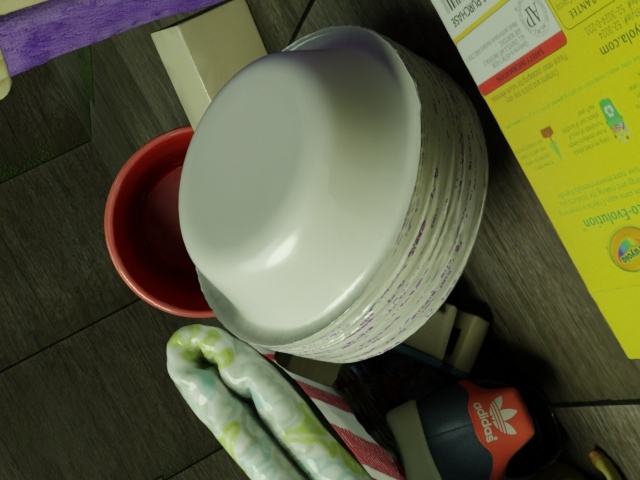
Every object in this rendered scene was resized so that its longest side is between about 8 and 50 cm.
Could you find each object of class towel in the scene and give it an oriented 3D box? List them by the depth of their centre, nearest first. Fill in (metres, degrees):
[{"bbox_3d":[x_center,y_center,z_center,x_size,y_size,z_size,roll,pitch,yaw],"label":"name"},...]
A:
[{"bbox_3d":[0.014,0.242,0.872,0.374,0.090,0.320,47,171,12],"label":"towel"},{"bbox_3d":[0.012,0.206,1.111,0.329,0.037,0.237,53,159,-22],"label":"towel"}]

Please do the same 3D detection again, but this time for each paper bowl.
[{"bbox_3d":[-0.012,-0.045,0.765,0.148,0.284,0.284,18,-164,-41],"label":"paper bowl"}]

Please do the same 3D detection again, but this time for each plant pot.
[{"bbox_3d":[-0.176,-0.031,1.346,0.275,0.275,0.243,63,172,-6],"label":"plant pot"}]

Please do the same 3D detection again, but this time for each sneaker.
[{"bbox_3d":[0.182,0.219,0.956,0.350,0.148,0.131,41,-151,-70],"label":"sneaker"}]

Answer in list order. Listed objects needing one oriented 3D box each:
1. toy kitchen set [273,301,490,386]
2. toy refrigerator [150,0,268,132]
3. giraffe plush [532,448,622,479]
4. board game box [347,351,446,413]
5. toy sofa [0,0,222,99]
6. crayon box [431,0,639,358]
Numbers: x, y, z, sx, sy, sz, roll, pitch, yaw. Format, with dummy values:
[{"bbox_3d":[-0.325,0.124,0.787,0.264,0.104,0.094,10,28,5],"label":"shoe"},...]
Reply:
[{"bbox_3d":[0.047,0.097,0.945,0.207,0.122,0.166,25,176,-22],"label":"toy kitchen set"},{"bbox_3d":[-0.106,-0.161,1.150,0.094,0.102,0.269,7,126,57],"label":"toy refrigerator"},{"bbox_3d":[0.230,0.321,0.867,0.181,0.170,0.210,55,161,18],"label":"giraffe plush"},{"bbox_3d":[0.083,0.153,1.203,0.194,0.060,0.194,63,161,-5],"label":"board game box"},{"bbox_3d":[-0.111,-0.217,0.678,0.150,0.362,0.177,45,150,40],"label":"toy sofa"},{"bbox_3d":[0.185,-0.087,0.518,0.318,0.081,0.202,62,163,-1],"label":"crayon box"}]
